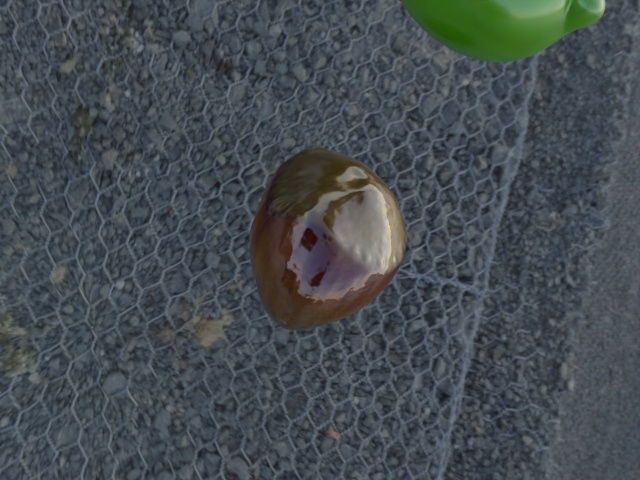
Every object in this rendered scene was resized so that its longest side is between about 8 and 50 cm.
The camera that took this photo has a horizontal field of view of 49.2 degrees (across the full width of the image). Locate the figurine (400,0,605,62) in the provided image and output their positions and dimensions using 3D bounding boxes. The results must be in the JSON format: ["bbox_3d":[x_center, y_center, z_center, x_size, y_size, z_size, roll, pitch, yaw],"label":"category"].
[{"bbox_3d":[0.126,-0.237,0.604,0.162,0.263,0.143,30,98,-31],"label":"figurine"}]

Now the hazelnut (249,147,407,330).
[{"bbox_3d":[0.009,0.003,0.830,0.186,0.210,0.210,-16,88,5],"label":"hazelnut"}]
